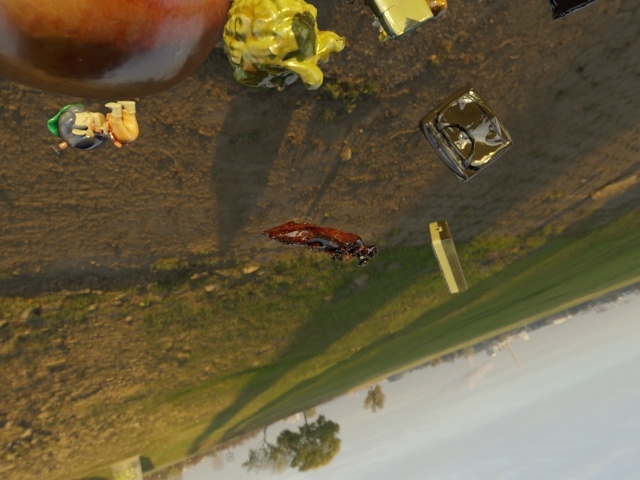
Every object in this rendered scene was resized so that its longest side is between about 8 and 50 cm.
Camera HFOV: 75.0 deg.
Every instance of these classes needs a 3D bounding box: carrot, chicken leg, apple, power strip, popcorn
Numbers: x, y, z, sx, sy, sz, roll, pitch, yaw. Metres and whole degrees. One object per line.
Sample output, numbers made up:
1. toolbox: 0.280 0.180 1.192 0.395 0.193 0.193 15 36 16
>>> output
1. carrot: 0.333 -0.770 1.400 0.173 0.082 0.082 -12 162 14
2. chicken leg: 0.000 0.000 0.854 0.234 0.063 0.105 14 -176 18
3. apple: -0.202 -0.231 0.323 0.254 0.253 0.253 -18 160 -7
4. power strip: 0.414 0.052 1.363 0.070 0.105 0.256 -16 126 17
5. popcorn: -0.129 -0.592 1.234 0.336 0.274 0.279 -6 155 33

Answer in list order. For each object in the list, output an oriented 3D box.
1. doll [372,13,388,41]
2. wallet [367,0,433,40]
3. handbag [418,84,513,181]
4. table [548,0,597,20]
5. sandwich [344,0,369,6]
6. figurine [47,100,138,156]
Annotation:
1. doll: 0.247 -0.856 1.657 0.072 0.113 0.135 -24 176 42
2. wallet: 0.148 -0.497 0.850 0.110 0.155 0.039 -35 -171 -13
3. handbag: 0.503 -0.369 1.440 0.244 0.275 0.088 -37 -174 -1
4. table: 0.370 -0.466 0.576 0.193 0.168 0.173 21 159 -40
5. sandwich: 0.144 -1.029 1.666 0.236 0.122 0.128 21 154 16
6. figurine: -0.484 -0.238 0.890 0.195 0.102 0.111 4 -156 18
